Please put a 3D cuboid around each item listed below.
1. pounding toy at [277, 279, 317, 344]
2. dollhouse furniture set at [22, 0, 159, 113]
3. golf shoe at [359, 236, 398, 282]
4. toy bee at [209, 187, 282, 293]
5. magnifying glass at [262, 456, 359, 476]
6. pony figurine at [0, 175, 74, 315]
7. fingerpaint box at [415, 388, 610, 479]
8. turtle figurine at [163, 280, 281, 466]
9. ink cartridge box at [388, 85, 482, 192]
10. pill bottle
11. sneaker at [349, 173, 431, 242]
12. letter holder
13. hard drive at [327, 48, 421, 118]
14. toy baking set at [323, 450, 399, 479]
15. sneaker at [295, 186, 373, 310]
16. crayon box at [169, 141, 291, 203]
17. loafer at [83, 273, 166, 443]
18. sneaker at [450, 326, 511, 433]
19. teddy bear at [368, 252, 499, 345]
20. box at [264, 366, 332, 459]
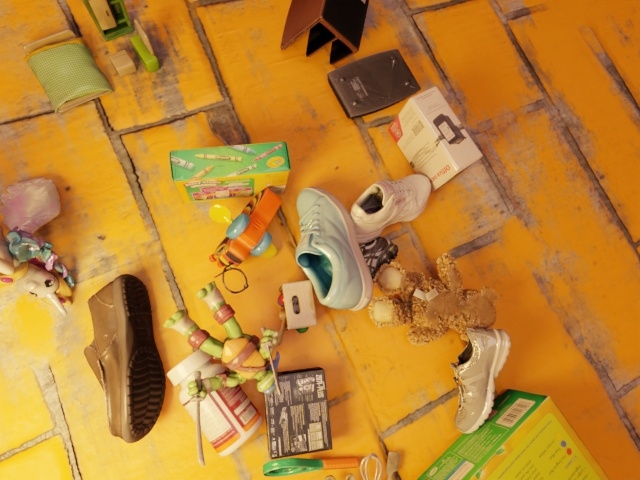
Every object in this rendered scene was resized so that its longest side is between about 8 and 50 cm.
[{"bbox_3d":[-0.069,0.177,0.992,0.100,0.130,0.141,-6,78,-11],"label":"pounding toy"},{"bbox_3d":[-0.611,-0.501,1.049,0.302,0.151,0.197,-32,84,-16],"label":"dollhouse furniture set"},{"bbox_3d":[0.120,0.067,1.092,0.094,0.077,0.198,40,69,18],"label":"golf shoe"},{"bbox_3d":[-0.214,-0.002,1.008,0.195,0.162,0.298,58,43,-12],"label":"toy bee"},{"bbox_3d":[-0.020,0.528,0.948,0.231,0.092,0.026,6,47,-20],"label":"magnifying glass"},{"bbox_3d":[-0.705,-0.004,0.846,0.303,0.363,0.351,-40,70,-9],"label":"pony figurine"},{"bbox_3d":[0.454,0.647,0.949,0.445,0.163,0.371,-35,87,-18],"label":"fingerpaint box"},{"bbox_3d":[-0.192,0.228,0.824,0.266,0.198,0.275,47,29,3],"label":"turtle figurine"},{"bbox_3d":[0.319,-0.279,1.152,0.100,0.172,0.237,-29,83,-17],"label":"ink cartridge box"},{"bbox_3d":[-0.241,0.360,0.921,0.121,0.121,0.221,-37,84,-16],"label":"pill bottle"},{"bbox_3d":[0.197,-0.108,1.088,0.305,0.152,0.114,-34,63,-24],"label":"sneaker"},{"bbox_3d":[0.016,-0.694,1.227,0.152,0.214,0.301,24,70,-37],"label":"letter holder"},{"bbox_3d":[0.160,-0.471,1.232,0.255,0.054,0.172,-26,82,-15],"label":"hard drive"},{"bbox_3d":[0.102,0.618,0.949,0.256,0.030,0.196,-19,92,-20],"label":"toy baking set"},{"bbox_3d":[0.000,0.000,0.985,0.150,0.135,0.366,8,44,-43],"label":"sneaker"},{"bbox_3d":[-0.224,-0.169,1.031,0.279,0.165,0.081,-7,78,-12],"label":"crayon box"},{"bbox_3d":[-0.451,0.265,0.919,0.130,0.134,0.365,-18,69,10],"label":"loafer"},{"bbox_3d":[0.379,0.346,1.030,0.115,0.105,0.281,15,94,4],"label":"sneaker"},{"bbox_3d":[0.287,0.161,1.067,0.338,0.113,0.245,-6,87,-11],"label":"teddy bear"},{"bbox_3d":[-0.058,0.405,0.966,0.147,0.077,0.180,-5,78,-11],"label":"box"}]
